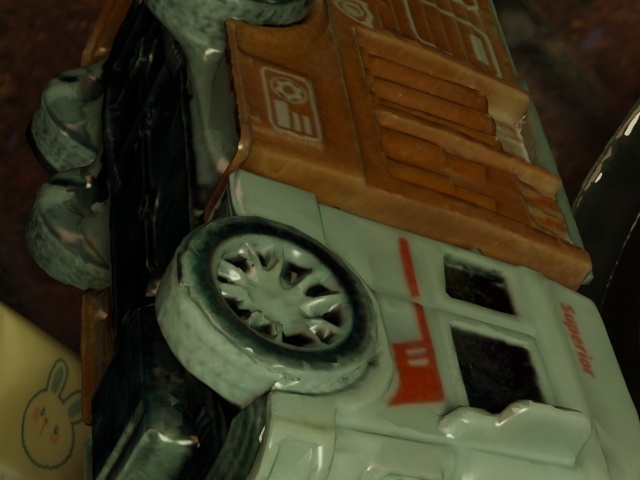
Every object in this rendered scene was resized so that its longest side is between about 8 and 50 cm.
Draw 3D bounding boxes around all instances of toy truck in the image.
[{"bbox_3d":[0.000,0.000,0.493,0.136,0.162,0.305,-59,27,35],"label":"toy truck"}]

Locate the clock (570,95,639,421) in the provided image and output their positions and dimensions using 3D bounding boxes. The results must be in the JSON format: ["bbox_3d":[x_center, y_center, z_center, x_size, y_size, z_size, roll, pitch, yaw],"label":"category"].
[{"bbox_3d":[0.185,0.009,0.436,0.280,0.055,0.280,-34,37,30],"label":"clock"}]

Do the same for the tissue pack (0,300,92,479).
[{"bbox_3d":[-0.152,0.068,0.550,0.148,0.196,0.092,4,65,30],"label":"tissue pack"}]
